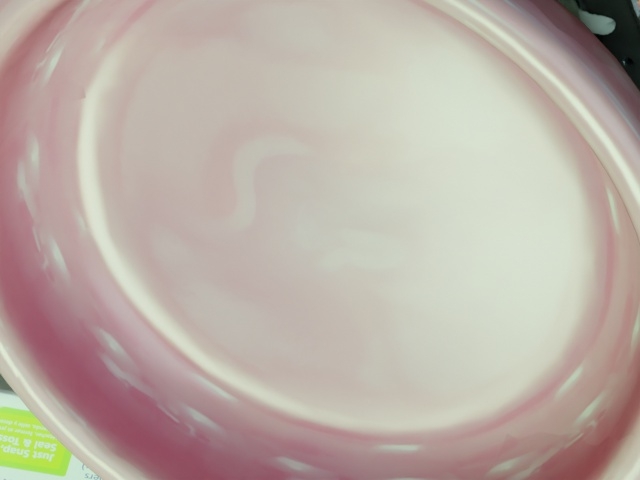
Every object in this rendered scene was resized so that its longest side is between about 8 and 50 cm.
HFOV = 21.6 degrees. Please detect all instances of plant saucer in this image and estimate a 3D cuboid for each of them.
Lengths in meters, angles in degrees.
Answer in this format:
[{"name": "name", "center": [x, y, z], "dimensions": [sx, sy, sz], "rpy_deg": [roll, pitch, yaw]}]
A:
[{"name": "plant saucer", "center": [0.000, 0.000, 0.703], "dimensions": [0.332, 0.084, 0.332], "rpy_deg": [12, 128, 16]}]

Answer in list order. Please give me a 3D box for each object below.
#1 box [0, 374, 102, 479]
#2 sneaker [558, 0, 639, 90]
[{"name": "box", "center": [-0.151, 0.099, 0.855], "dimensions": [0.203, 0.103, 0.114], "rpy_deg": [12, 115, -16]}, {"name": "sneaker", "center": [0.121, -0.118, 0.656], "dimensions": [0.302, 0.108, 0.121], "rpy_deg": [39, 99, -28]}]
